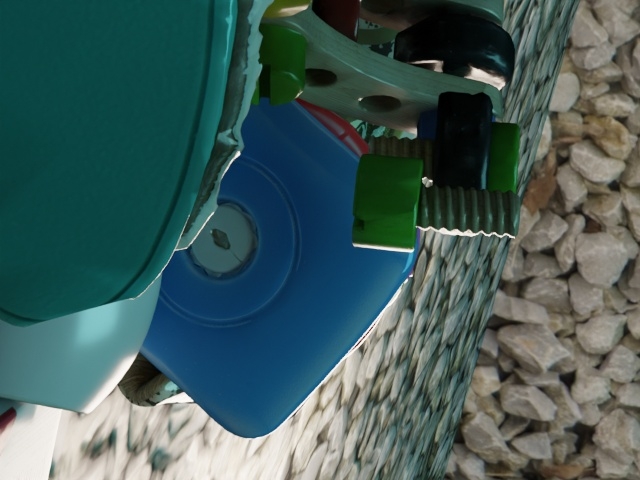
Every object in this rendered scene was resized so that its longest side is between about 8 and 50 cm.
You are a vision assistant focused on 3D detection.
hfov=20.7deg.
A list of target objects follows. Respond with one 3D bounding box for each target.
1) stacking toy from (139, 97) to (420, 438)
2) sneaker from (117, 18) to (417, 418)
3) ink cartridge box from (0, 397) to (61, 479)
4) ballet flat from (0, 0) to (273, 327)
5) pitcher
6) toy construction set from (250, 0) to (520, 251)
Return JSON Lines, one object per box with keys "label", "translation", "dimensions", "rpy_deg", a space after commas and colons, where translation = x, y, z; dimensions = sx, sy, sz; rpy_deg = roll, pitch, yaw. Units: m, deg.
{"label": "stacking toy", "translation": [0.000, 0.000, 1.059], "dimensions": [0.166, 0.175, 0.302], "rpy_deg": [-51, 164, 13]}
{"label": "sneaker", "translation": [-0.043, -0.050, 1.189], "dimensions": [0.182, 0.158, 0.410], "rpy_deg": [-15, 121, -59]}
{"label": "ink cartridge box", "translation": [-0.209, 0.156, 0.943], "dimensions": [0.127, 0.072, 0.175], "rpy_deg": [-41, 148, -65]}
{"label": "ballet flat", "translation": [-0.089, -0.170, 0.589], "dimensions": [0.147, 0.147, 0.409], "rpy_deg": [-52, 149, -52]}
{"label": "pitcher", "translation": [-0.149, -0.027, 0.863], "dimensions": [0.178, 0.125, 0.207], "rpy_deg": [21, 78, -56]}
{"label": "toy construction set", "translation": [-0.028, -0.162, 0.745], "dimensions": [0.257, 0.237, 0.309], "rpy_deg": [-36, 130, -84]}
